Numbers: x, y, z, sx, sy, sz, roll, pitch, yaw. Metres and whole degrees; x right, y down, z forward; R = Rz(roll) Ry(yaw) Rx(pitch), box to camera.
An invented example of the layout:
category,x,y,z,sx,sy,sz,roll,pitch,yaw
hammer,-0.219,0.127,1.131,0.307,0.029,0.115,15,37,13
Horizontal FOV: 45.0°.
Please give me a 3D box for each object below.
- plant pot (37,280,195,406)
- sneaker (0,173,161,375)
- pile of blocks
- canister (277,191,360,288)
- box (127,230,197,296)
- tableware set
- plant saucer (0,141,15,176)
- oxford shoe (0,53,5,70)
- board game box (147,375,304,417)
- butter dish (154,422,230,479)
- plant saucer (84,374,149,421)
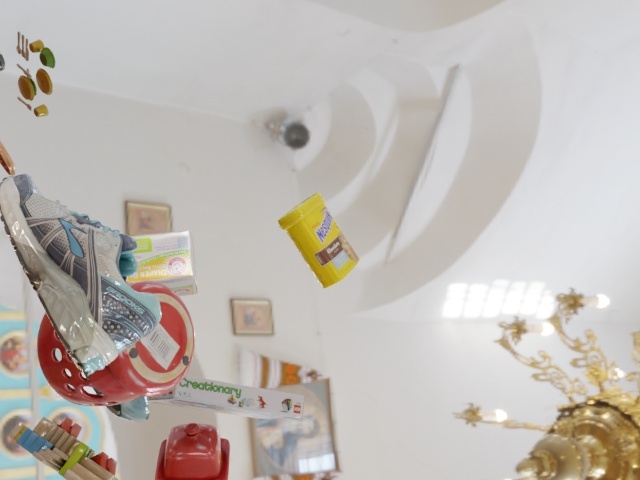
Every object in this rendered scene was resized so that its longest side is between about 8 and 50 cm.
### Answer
category,x,y,z,sx,sy,sz,roll,pitch,yaw
plant pot,-0.297,0.150,1.167,0.174,0.191,0.191,-12,-104,33
sneaker,-0.278,0.022,0.895,0.283,0.122,0.110,52,-23,27
pile of blocks,-0.603,0.478,1.811,0.362,0.149,0.113,19,-117,33
canister,0.000,0.000,1.582,0.073,0.126,0.170,-29,-82,32
box,-0.365,0.058,1.629,0.103,0.203,0.114,101,-20,-65
tableware set,-0.503,-0.290,1.379,0.104,0.024,0.154,39,-46,21
plant saucer,-0.519,-0.143,1.253,0.083,0.013,0.083,44,-26,27
oxford shoe,-0.793,-0.422,1.671,0.096,0.227,0.083,-62,-177,-37
board game box,-0.213,0.340,1.664,0.193,0.305,0.053,-19,-120,53
butter dish,-0.282,0.455,1.703,0.160,0.160,0.118,-99,-170,-64
plant saucer,-0.430,0.219,1.491,0.317,0.043,0.318,38,-37,36
